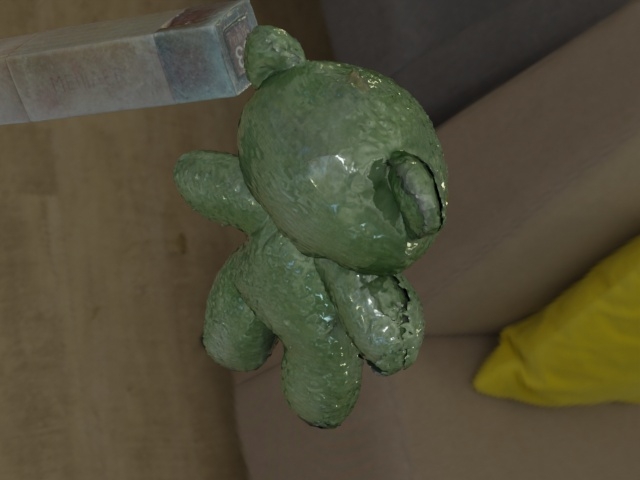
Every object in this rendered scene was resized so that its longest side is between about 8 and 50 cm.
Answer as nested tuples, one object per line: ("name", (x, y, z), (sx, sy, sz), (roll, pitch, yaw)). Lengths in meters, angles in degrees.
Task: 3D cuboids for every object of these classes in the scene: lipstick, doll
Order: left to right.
("lipstick", (-0.234, -0.173, 1.277), (0.080, 0.371, 0.076), (-51, 131, -49))
("doll", (0.000, 0.000, 0.446), (0.077, 0.150, 0.115), (-27, 60, -39))
